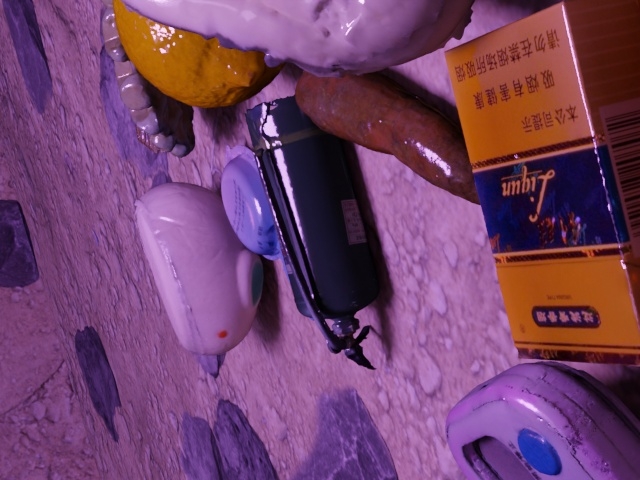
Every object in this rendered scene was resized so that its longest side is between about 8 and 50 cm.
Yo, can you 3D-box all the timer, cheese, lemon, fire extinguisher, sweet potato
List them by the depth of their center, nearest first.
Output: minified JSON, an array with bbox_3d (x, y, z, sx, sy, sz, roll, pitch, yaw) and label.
[{"bbox_3d":[0.188,0.183,0.814,0.208,0.069,0.191,49,156,6],"label":"timer"},{"bbox_3d":[0.060,-0.104,0.977,0.273,0.075,0.075,36,136,49],"label":"sweet potato"},{"bbox_3d":[0.000,0.000,1.133,0.093,0.118,0.294,-14,92,25],"label":"fire extinguisher"},{"bbox_3d":[-0.119,-0.236,1.141,0.186,0.187,0.244,102,148,-46],"label":"lemon"},{"bbox_3d":[-0.059,-0.023,1.301,0.244,0.052,0.135,52,150,39],"label":"cheese"}]

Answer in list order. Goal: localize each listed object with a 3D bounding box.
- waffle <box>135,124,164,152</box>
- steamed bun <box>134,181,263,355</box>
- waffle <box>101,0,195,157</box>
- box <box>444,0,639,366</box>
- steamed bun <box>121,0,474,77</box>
[{"bbox_3d":[-0.261,-0.202,1.671,0.092,0.021,0.135,37,138,56],"label":"waffle"},{"bbox_3d":[-0.147,0.031,1.428,0.177,0.131,0.228,113,135,-69],"label":"steamed bun"},{"bbox_3d":[-0.209,-0.244,1.339,0.309,0.056,0.291,33,-134,-85],"label":"waffle"},{"bbox_3d":[0.174,-0.037,0.769,0.152,0.070,0.237,-7,96,66],"label":"box"},{"bbox_3d":[-0.010,-0.300,0.784,0.334,0.233,0.311,25,126,7],"label":"steamed bun"}]
